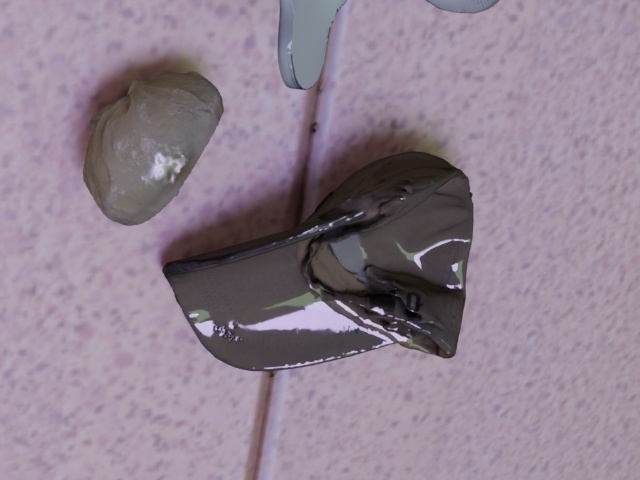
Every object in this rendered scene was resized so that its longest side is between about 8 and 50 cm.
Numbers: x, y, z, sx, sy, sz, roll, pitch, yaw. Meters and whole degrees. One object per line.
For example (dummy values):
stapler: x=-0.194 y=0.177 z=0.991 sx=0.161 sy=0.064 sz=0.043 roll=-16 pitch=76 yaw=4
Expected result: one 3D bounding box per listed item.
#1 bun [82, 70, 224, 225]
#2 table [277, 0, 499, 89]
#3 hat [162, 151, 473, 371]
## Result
bun: x=-0.088 y=-0.049 z=0.867 sx=0.055 sy=0.086 sz=0.086 roll=35 pitch=102 yaw=-11
table: x=0.000 y=-0.184 z=0.777 sx=0.166 sy=0.166 sz=0.198 roll=-26 pitch=138 yaw=-12
hat: x=0.000 y=0.000 z=0.965 sx=0.175 sy=0.085 sz=0.147 roll=-8 pitch=140 yaw=2
